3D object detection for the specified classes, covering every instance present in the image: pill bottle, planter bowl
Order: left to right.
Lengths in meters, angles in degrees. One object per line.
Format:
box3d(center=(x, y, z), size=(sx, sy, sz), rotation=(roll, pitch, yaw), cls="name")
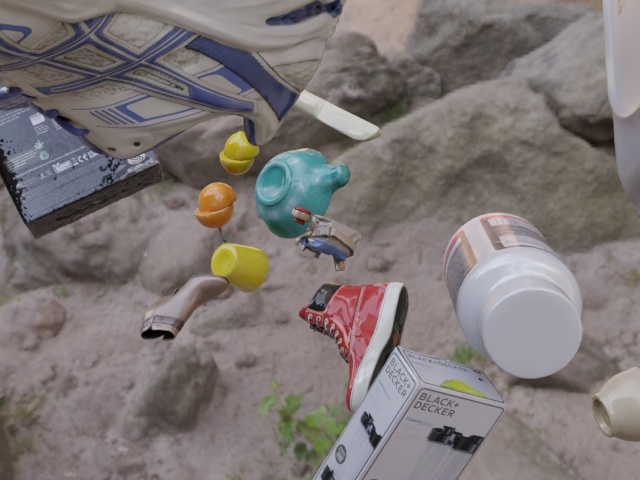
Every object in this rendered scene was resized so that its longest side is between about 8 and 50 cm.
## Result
box3d(center=(0.283, 0.078, 1.277), size=(0.176, 0.176, 0.318), rotation=(-8, 15, 5), cls="pill bottle")
box3d(center=(0.658, 0.366, 1.872), size=(0.109, 0.162, 0.162), rotation=(-16, 38, -6), cls="planter bowl")

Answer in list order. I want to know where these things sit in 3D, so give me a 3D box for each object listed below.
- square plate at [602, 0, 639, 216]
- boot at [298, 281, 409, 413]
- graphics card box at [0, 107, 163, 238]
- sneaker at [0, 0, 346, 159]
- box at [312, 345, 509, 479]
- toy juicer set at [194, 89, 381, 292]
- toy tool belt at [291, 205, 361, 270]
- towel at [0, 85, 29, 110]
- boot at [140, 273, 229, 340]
box3d(center=(0.276, -0.240, 0.616), size=(0.049, 0.344, 0.347), rotation=(7, 67, -4), cls="square plate")
box3d(center=(0.035, 0.172, 1.407), size=(0.176, 0.088, 0.244), rotation=(0, 49, 22), cls="boot")
box3d(center=(-0.436, -0.216, 1.390), size=(0.233, 0.094, 0.371), rotation=(-28, 79, -14), cls="graphics card box")
box3d(center=(-0.119, -0.092, 0.413), size=(0.296, 0.131, 0.112), rotation=(-3, 40, -34), cls="sneaker")
box3d(center=(0.119, 0.306, 1.249), size=(0.169, 0.290, 0.087), rotation=(20, 20, -29), cls="box")
box3d(center=(-0.054, -0.097, 1.255), size=(0.329, 0.089, 0.209), rotation=(-46, 51, 20), cls="toy juicer set")
box3d(center=(0.000, 0.000, 0.954), size=(0.052, 0.083, 0.051), rotation=(21, 89, 65), cls="toy tool belt")
box3d(center=(-0.134, -0.167, 0.653), size=(0.243, 0.040, 0.336), rotation=(-30, 15, -7), cls="towel")
box3d(center=(-0.180, 0.092, 1.129), size=(0.118, 0.042, 0.087), rotation=(-17, 33, 28), cls="boot")
